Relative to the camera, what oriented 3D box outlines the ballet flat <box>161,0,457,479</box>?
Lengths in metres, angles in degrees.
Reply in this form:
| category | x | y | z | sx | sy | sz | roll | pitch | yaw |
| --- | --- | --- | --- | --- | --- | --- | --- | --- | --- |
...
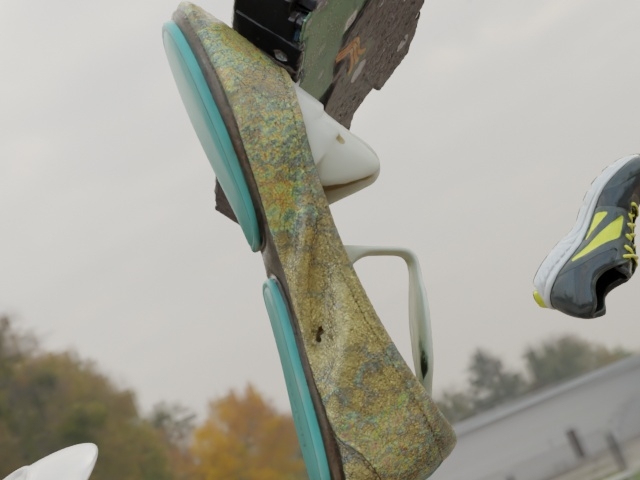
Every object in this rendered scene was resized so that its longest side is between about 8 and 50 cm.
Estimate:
| category | x | y | z | sx | sy | sz | roll | pitch | yaw |
| --- | --- | --- | --- | --- | --- | --- | --- | --- | --- |
| ballet flat | 0.000 | 0.000 | 1.017 | 0.123 | 0.348 | 0.123 | -19 | -4 | -1 |

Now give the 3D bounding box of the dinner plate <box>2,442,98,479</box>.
| category | x | y | z | sx | sy | sz | roll | pitch | yaw |
| --- | --- | --- | --- | --- | --- | --- | --- | --- | --- |
| dinner plate | -0.144 | 0.132 | 0.627 | 0.141 | 0.017 | 0.141 | -45 | 11 | 11 |

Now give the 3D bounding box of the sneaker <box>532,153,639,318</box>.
| category | x | y | z | sx | sy | sz | roll | pitch | yaw |
| --- | --- | --- | --- | --- | --- | --- | --- | --- | --- |
| sneaker | 0.130 | 0.001 | 0.694 | 0.083 | 0.035 | 0.031 | -57 | -35 | -3 |

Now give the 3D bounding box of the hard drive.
| category | x | y | z | sx | sy | sz | roll | pitch | yaw |
| --- | --- | --- | --- | --- | --- | --- | --- | --- | --- |
| hard drive | 0.011 | -0.169 | 1.170 | 0.237 | 0.064 | 0.339 | -54 | -9 | -24 |
